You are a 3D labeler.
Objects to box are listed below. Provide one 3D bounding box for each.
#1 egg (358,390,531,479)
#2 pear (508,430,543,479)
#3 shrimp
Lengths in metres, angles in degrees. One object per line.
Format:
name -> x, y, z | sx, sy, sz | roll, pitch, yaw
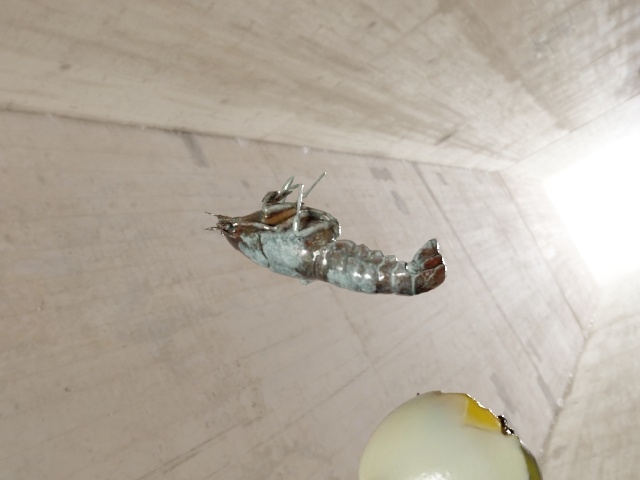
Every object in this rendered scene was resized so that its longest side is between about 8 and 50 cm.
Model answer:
egg -> 0.183, 0.387, 0.968 | 0.174, 0.287, 0.264 | -6, -94, -44
pear -> 0.377, 0.557, 1.410 | 0.294, 0.294, 0.294 | 43, -151, -31
shrimp -> -0.005, 0.001, 0.967 | 0.166, 0.411, 0.221 | -42, -38, -33
